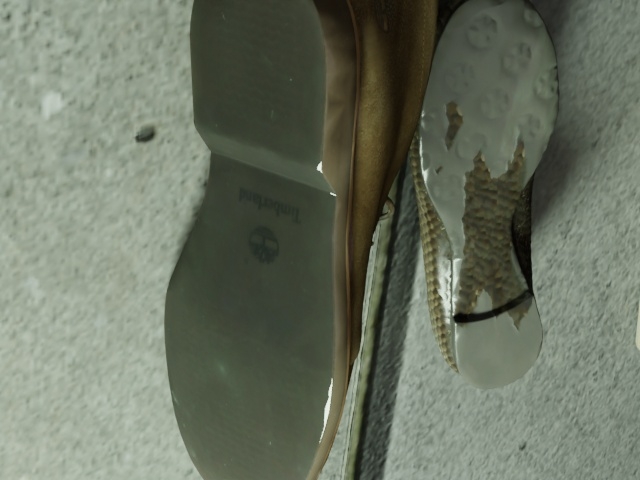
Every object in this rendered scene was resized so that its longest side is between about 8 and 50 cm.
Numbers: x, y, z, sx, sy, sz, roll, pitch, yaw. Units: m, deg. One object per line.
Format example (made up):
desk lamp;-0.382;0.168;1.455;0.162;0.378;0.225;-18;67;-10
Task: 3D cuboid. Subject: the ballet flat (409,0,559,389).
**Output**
ballet flat;0.084;-0.029;0.956;0.084;0.058;0.249;-15;126;-11

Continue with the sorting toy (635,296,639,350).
sorting toy;0.334;-0.057;1.161;0.255;0.089;0.257;-30;136;-28

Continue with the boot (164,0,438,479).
boot;0.000;0.000;0.849;0.115;0.112;0.305;-27;134;-46
